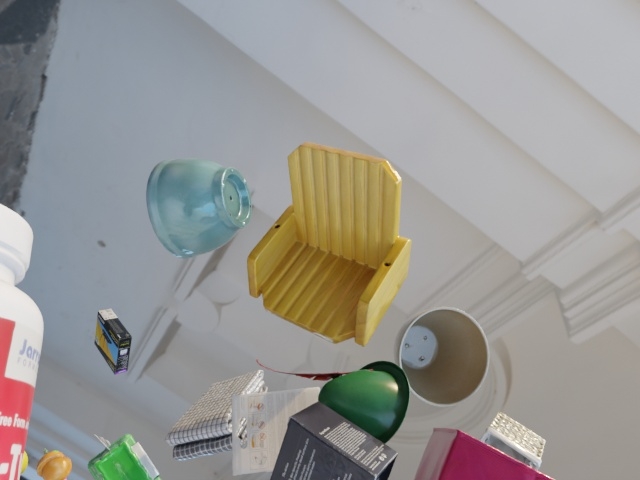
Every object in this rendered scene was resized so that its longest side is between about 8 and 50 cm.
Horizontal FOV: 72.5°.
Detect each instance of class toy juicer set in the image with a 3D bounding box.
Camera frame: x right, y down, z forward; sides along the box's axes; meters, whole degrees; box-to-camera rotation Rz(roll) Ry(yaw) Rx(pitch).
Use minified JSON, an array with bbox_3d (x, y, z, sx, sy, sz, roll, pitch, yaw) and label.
[{"bbox_3d":[-0.643,0.641,0.990,0.089,0.209,0.329,104,-19,-74],"label":"toy juicer set"}]

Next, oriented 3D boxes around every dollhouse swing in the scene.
[{"bbox_3d":[0.000,0.000,1.015,0.315,0.346,0.305,-53,147,-28],"label":"dollhouse swing"}]

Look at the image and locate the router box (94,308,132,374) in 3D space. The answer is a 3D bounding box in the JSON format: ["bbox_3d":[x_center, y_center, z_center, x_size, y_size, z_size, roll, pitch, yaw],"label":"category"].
[{"bbox_3d":[-0.669,0.323,1.406,0.046,0.179,0.133,-5,117,-46],"label":"router box"}]

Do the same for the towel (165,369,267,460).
[{"bbox_3d":[-0.304,0.547,1.365,0.235,0.121,0.283,-22,-172,20],"label":"towel"}]

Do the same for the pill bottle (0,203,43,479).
[{"bbox_3d":[-0.396,0.163,0.394,0.229,0.229,0.408,133,-44,-54],"label":"pill bottle"}]

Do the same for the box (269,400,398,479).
[{"bbox_3d":[0.013,0.368,0.681,0.093,0.158,0.156,2,109,-60],"label":"box"}]

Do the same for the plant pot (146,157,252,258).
[{"bbox_3d":[-0.319,-0.106,1.249,0.196,0.293,0.293,-10,-155,18],"label":"plant pot"}]

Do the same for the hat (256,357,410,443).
[{"bbox_3d":[0.022,0.260,0.770,0.208,0.183,0.173,-40,-153,17],"label":"hat"}]

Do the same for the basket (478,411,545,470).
[{"bbox_3d":[0.588,0.631,1.346,0.103,0.167,0.113,-31,141,-43],"label":"basket"}]

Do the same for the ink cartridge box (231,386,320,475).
[{"bbox_3d":[-0.082,0.372,0.857,0.045,0.179,0.145,107,-22,-63],"label":"ink cartridge box"}]

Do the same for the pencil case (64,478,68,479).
[{"bbox_3d":[-0.649,0.737,1.157,0.095,0.209,0.098,-59,170,30],"label":"pencil case"}]

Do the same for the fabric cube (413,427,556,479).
[{"bbox_3d":[0.271,0.486,0.702,0.258,0.259,0.254,-61,164,-18],"label":"fabric cube"}]

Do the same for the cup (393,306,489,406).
[{"bbox_3d":[0.397,0.403,1.584,0.331,0.331,0.237,-56,-173,-12],"label":"cup"}]

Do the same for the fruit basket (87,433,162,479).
[{"bbox_3d":[-0.657,0.807,1.514,0.165,0.327,0.353,-35,168,-26],"label":"fruit basket"}]
